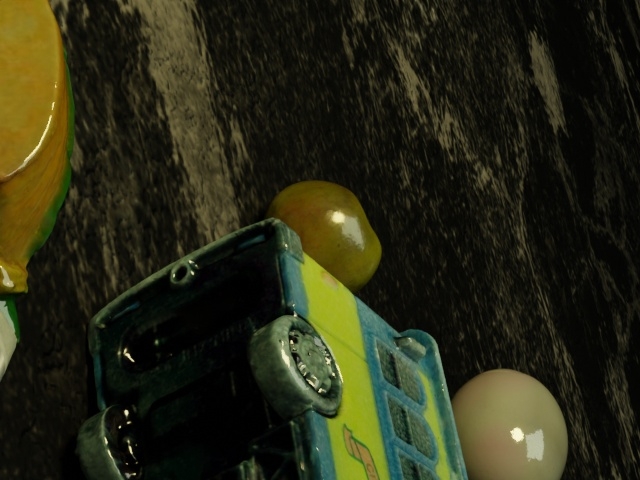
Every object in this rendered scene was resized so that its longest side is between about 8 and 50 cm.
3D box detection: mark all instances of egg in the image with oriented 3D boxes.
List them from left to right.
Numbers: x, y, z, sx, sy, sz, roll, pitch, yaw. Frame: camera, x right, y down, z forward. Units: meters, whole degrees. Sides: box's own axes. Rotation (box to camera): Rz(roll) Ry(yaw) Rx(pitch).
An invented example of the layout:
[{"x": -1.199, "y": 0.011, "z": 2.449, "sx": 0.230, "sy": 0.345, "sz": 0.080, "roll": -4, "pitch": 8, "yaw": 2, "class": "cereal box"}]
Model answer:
[{"x": 0.145, "y": 0.160, "z": 1.453, "sx": 0.103, "sy": 0.103, "sz": 0.135, "roll": 59, "pitch": 23, "yaw": -28, "class": "egg"}]

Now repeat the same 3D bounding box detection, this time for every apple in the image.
[{"x": 0.000, "y": 0.000, "z": 1.282, "sx": 0.089, "sy": 0.074, "sz": 0.089, "roll": 64, "pitch": 3, "yaw": -5, "class": "apple"}]

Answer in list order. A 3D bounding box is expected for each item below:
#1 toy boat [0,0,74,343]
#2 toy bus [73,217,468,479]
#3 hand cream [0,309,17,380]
[{"x": -0.172, "y": -0.061, "z": 0.944, "sx": 0.088, "sy": 0.089, "sz": 0.229, "roll": 111, "pitch": -24, "yaw": -59, "class": "toy boat"}, {"x": -0.014, "y": 0.165, "z": 0.968, "sx": 0.190, "sy": 0.152, "sz": 0.312, "roll": 38, "pitch": 31, "yaw": -44, "class": "toy bus"}, {"x": -0.192, "y": 0.113, "z": 0.780, "sx": 0.079, "sy": 0.048, "sz": 0.255, "roll": 60, "pitch": 26, "yaw": -29, "class": "hand cream"}]
